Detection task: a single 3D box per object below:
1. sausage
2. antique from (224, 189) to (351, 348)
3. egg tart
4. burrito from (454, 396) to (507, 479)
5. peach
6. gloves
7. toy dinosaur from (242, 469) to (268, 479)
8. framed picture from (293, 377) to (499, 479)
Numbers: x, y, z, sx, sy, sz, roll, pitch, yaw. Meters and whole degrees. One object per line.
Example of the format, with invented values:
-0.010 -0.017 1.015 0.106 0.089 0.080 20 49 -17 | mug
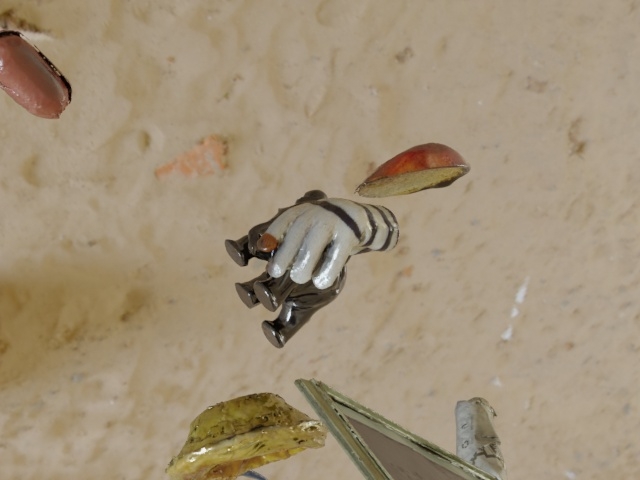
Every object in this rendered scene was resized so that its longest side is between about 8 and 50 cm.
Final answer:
-0.411 -0.231 1.220 0.076 0.076 0.141 -42 119 3 | sausage
-0.054 0.047 1.911 0.255 0.185 0.322 -33 139 -20 | antique
-0.149 0.386 1.722 0.341 0.132 0.341 -15 161 -5 | egg tart
0.210 0.272 1.150 0.064 0.203 0.064 2 114 5 | burrito
0.164 -0.134 1.670 0.279 0.068 0.189 -5 163 -45 | peach
0.006 -0.011 1.389 0.219 0.140 0.131 3 120 -33 | gloves
-0.188 0.517 2.136 0.188 0.075 0.247 7 109 -17 | toy dinosaur
0.127 0.227 0.748 0.293 0.231 0.018 34 94 -34 | framed picture
